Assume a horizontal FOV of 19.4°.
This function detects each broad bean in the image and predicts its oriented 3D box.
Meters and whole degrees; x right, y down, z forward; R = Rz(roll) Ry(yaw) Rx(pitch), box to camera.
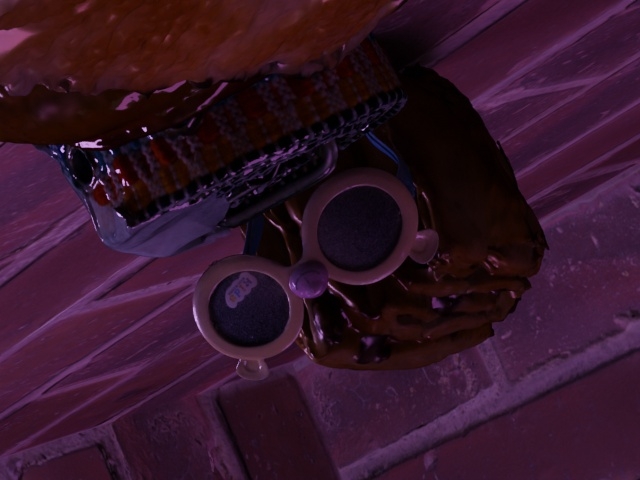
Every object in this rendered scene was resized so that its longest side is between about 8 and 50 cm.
[{"bbox_3d":[-0.108,-0.129,1.118,0.228,0.122,0.156,-20,-162,12],"label":"broad bean"}]

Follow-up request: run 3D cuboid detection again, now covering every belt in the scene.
[{"bbox_3d":[-0.073,-0.088,1.331,0.257,0.150,0.207,-29,175,25],"label":"belt"}]

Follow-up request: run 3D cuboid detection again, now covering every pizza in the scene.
[{"bbox_3d":[0.024,-0.175,0.775,0.435,0.080,0.392,-32,170,1],"label":"pizza"}]

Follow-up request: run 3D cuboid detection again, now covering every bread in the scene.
[{"bbox_3d":[0.073,-0.038,1.646,0.167,0.277,0.324,-36,162,34],"label":"bread"}]

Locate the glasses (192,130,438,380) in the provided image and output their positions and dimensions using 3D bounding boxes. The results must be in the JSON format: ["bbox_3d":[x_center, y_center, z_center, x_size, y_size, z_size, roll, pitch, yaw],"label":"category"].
[{"bbox_3d":[-0.019,-0.021,1.421,0.189,0.088,0.220,-36,-152,14],"label":"glasses"}]
